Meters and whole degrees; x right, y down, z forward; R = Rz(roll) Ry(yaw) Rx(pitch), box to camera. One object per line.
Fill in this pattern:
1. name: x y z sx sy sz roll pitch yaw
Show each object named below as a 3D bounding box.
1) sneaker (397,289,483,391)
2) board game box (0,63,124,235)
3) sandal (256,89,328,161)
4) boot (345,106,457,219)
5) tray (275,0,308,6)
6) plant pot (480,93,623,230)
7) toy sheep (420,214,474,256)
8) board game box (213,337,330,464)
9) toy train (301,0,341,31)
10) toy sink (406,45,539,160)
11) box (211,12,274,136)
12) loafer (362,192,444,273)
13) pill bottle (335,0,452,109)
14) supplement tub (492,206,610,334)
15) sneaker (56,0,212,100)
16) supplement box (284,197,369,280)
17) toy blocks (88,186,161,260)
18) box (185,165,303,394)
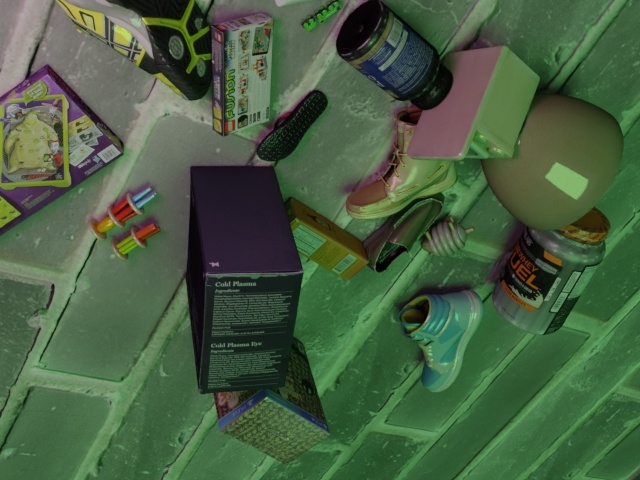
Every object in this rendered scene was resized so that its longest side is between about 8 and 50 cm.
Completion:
1. sneaker: 0.275 0.261 1.935 0.208 0.127 0.319 4 118 -23
2. board game box: -0.567 -0.148 1.373 0.346 0.056 0.208 -31 135 9
3. sandal: -0.058 -0.228 1.478 0.179 0.040 0.067 -46 134 3
4. boot: 0.162 -0.166 1.552 0.262 0.095 0.203 -21 133 -8
5. tray: 0.047 -0.493 1.289 0.270 0.030 0.145 -13 132 -7
6. plant pot: 0.436 -0.187 1.512 0.191 0.284 0.284 27 117 -26
7. toy sheep: 0.297 -0.007 1.741 0.132 0.091 0.091 -20 135 24
8. board game box: -0.131 0.339 1.755 0.141 0.291 0.232 -38 130 15
9. toy train: 0.002 -0.410 1.353 0.083 0.017 0.024 -32 141 10
10. toy sink: 0.296 -0.235 1.432 0.131 0.152 0.234 29 79 -34
11. box: -0.143 -0.300 1.354 0.114 0.036 0.207 -26 138 -34
12. loafer: 0.195 -0.014 1.699 0.094 0.087 0.251 27 117 -33
13. pill bottle: 0.144 -0.339 1.388 0.219 0.123 0.123 30 115 -34
14. supplement tub: 0.562 0.060 1.809 0.193 0.194 0.316 3 127 -20
15. sneaker: -0.317 -0.374 1.227 0.147 0.145 0.385 -1 150 32
16. supplement box: 0.000 0.000 1.656 0.080 0.078 0.233 -41 128 21
17. toy blocks: -0.378 -0.037 1.519 0.148 0.054 0.123 -32 130 9
18. box: -0.165 0.071 1.484 0.178 0.343 0.313 -2 130 -14
